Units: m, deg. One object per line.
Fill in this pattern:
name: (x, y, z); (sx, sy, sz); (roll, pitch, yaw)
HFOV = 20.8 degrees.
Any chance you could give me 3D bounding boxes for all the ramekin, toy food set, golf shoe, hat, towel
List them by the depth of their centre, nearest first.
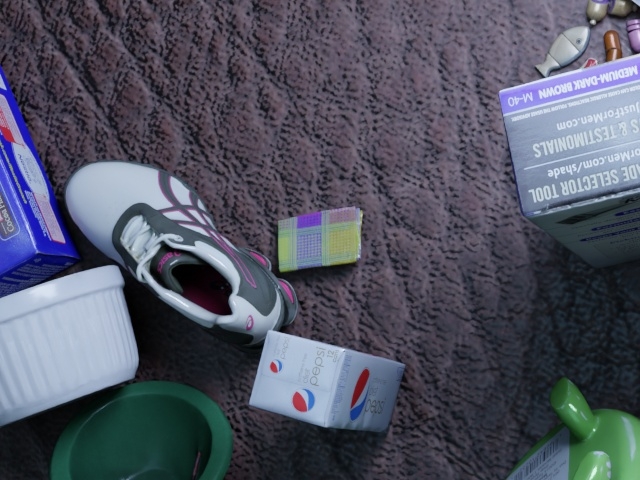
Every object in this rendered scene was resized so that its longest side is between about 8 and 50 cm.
toy food set: (0.262, -0.185, 1.602); (0.078, 0.019, 0.122); (41, 96, 17)
ramekin: (-0.270, 0.108, 1.638); (0.207, 0.207, 0.109); (-20, 87, 14)
golf shoe: (-0.144, 0.002, 1.653); (0.273, 0.120, 0.105); (34, 95, 19)
towel: (0.000, 0.000, 1.656); (0.083, 0.009, 0.060); (-9, 61, 15)
hat: (-0.161, 0.270, 1.676); (0.173, 0.183, 0.208); (6, 45, 15)

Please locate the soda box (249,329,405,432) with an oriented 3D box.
soda box: (0.010, 0.127, 1.537); (0.074, 0.216, 0.069); (14, 86, 18)

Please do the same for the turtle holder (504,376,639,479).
turtle holder: (0.243, 0.282, 1.405); (0.227, 0.320, 0.243); (37, 89, -13)

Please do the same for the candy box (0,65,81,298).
candy box: (-0.439, -0.030, 1.744); (0.317, 0.122, 0.268); (-26, 78, 11)

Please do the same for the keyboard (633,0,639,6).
keyboard: (0.311, -0.232, 1.542); (0.256, 0.014, 0.072); (47, 112, 39)

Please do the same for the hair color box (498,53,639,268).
hair color box: (0.274, -0.063, 1.416); (0.185, 0.339, 0.110); (-14, 80, 15)
